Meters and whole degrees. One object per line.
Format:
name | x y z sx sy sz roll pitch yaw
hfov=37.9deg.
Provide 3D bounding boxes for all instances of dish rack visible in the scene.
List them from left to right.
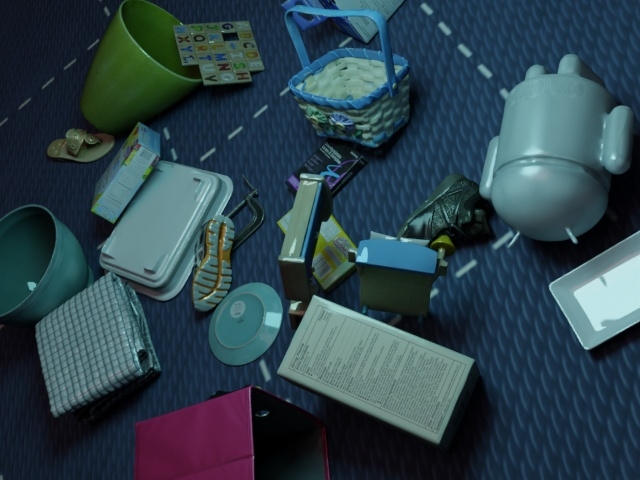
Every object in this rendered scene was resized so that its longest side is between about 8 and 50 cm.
dish rack | -0.379 -0.041 2.194 0.286 0.072 0.332 16 72 40

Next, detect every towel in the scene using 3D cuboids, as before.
towel | -0.492 0.244 2.071 0.235 0.121 0.283 -32 53 7

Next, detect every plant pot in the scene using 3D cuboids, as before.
plant pot | -0.672 0.088 2.229 0.293 0.196 0.293 -17 55 26
plant pot | -0.476 -0.411 2.374 0.293 0.275 0.274 -42 47 27

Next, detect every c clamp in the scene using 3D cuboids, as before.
c clamp | -0.189 -0.052 2.105 0.160 0.022 0.137 -47 55 2

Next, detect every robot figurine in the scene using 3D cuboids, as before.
robot figurine | 0.410 -0.148 1.635 0.300 0.200 0.353 -15 54 49

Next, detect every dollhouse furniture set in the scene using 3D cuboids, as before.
dollhouse furniture set | 0.099 0.039 1.748 0.304 0.286 0.198 8 57 10

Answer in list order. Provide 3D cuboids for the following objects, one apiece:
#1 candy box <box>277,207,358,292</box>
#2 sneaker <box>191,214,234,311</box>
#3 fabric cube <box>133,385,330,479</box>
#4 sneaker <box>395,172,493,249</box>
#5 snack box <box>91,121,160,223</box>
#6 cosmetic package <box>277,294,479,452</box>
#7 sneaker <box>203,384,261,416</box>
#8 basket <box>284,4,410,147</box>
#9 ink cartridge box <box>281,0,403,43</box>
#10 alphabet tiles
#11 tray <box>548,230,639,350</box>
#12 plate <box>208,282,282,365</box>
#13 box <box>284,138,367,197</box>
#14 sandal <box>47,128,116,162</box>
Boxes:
candy box | 0.000 0.000 1.923 0.105 0.027 0.206 -40 57 7
sneaker | -0.243 0.052 2.042 0.083 0.084 0.214 -7 66 55
fabric cube | -0.152 0.437 1.639 0.258 0.254 0.259 -21 55 25
sneaker | 0.234 -0.016 1.752 0.227 0.087 0.130 -47 42 -6
snack box | -0.471 -0.166 2.260 0.207 0.070 0.174 -54 22 14
cosmetic package | 0.102 0.231 1.620 0.310 0.113 0.160 22 77 22
sneaker | -0.210 0.355 1.860 0.235 0.084 0.097 -23 29 20
basket | 0.060 -0.344 1.917 0.255 0.288 0.201 17 44 42
ink cartridge box | 0.085 -0.639 2.093 0.395 0.270 0.151 -51 46 -2
alphabet tiles | -0.252 -0.467 2.316 0.198 0.009 0.237 -7 51 -15
tray | 0.529 0.065 1.544 0.270 0.030 0.145 -33 50 14
plate | -0.164 0.171 1.954 0.188 0.024 0.188 -16 57 27
box | 0.011 -0.148 2.018 0.162 0.029 0.116 -45 48 2
sandal | -0.666 -0.262 2.508 0.240 0.079 0.088 -2 63 33
